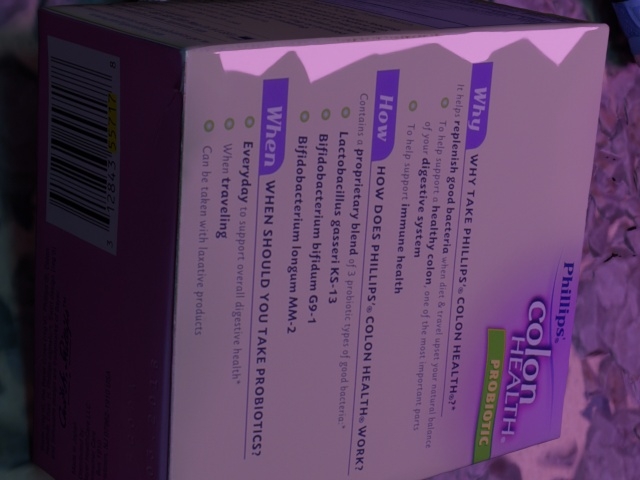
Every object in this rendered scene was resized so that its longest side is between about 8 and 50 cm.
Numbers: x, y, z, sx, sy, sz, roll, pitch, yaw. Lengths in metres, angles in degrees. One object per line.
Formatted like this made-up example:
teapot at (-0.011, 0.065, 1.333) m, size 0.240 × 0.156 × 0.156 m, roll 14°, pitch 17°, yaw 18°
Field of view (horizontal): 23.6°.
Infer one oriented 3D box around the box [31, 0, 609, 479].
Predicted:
box at (0.000, 0.000, 0.709) m, size 0.243 × 0.117 × 0.214 m, roll -9°, pitch 111°, yaw -37°

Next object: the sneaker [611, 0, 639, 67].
sneaker at (0.236, -0.186, 0.968) m, size 0.073 × 0.063 × 0.162 m, roll 48°, pitch 62°, yaw -24°

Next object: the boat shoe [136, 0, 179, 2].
boat shoe at (-0.040, -0.086, 0.758) m, size 0.137 × 0.049 × 0.043 m, roll 33°, pitch 71°, yaw -38°
